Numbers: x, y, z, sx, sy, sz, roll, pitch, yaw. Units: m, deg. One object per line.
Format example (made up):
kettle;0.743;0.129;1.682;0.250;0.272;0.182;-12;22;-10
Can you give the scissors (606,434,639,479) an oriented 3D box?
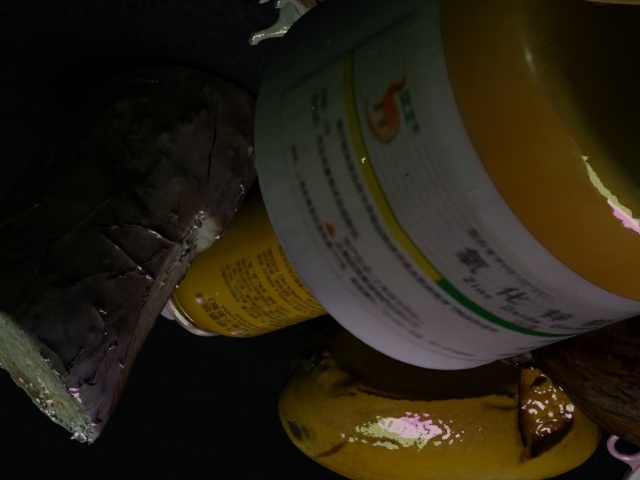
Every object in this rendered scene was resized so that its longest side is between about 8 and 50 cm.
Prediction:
scissors;0.285;0.213;1.492;0.085;0.022;0.176;11;146;1

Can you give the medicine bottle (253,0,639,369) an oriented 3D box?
medicine bottle;0.120;-0.065;0.891;0.238;0.237;0.232;31;146;-25

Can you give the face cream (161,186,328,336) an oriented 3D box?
face cream;0.000;0.000;1.182;0.105;0.105;0.349;35;144;-30

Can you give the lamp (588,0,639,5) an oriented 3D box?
lamp;0.117;-0.234;0.643;0.250;0.250;0.284;12;109;5

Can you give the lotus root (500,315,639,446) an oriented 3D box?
lotus root;0.292;0.056;1.065;0.398;0.179;0.196;-1;133;38

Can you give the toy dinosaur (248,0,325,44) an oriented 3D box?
toy dinosaur;-0.014;-0.147;1.016;0.058;0.037;0.180;-8;158;-8

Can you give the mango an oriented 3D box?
mango;0.097;0.137;1.347;0.262;0.130;0.167;5;151;8

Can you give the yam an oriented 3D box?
yam;-0.149;0.001;1.128;0.154;0.254;0.154;22;154;11
